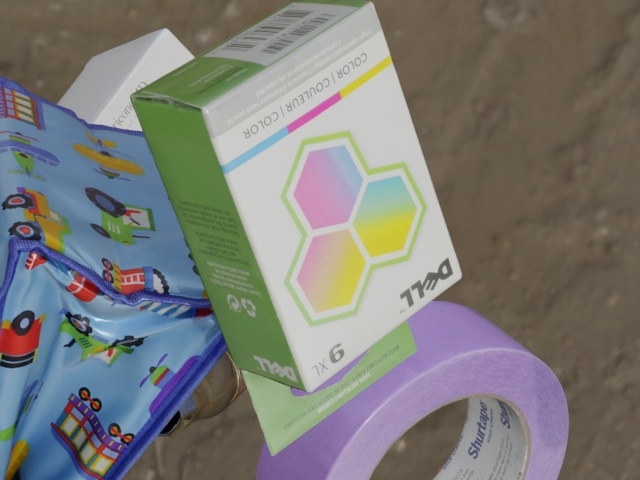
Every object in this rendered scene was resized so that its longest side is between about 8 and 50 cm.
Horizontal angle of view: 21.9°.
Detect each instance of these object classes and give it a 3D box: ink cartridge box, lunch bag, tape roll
[{"bbox_3d":[0.000,0.000,0.797,0.109,0.209,0.062,-35,29,-30],"label":"ink cartridge box"},{"bbox_3d":[-0.181,0.089,0.964,0.138,0.293,0.221,19,21,-23],"label":"lunch bag"},{"bbox_3d":[0.082,0.193,1.434,0.274,0.275,0.090,-21,38,-27],"label":"tape roll"}]

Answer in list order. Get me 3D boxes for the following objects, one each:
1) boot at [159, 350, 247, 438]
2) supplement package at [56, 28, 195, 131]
[{"bbox_3d":[-0.156,0.058,1.177,0.219,0.082,0.106,32,22,5],"label":"boot"},{"bbox_3d":[-0.126,-0.049,1.492,0.244,0.134,0.139,45,59,-24],"label":"supplement package"}]
